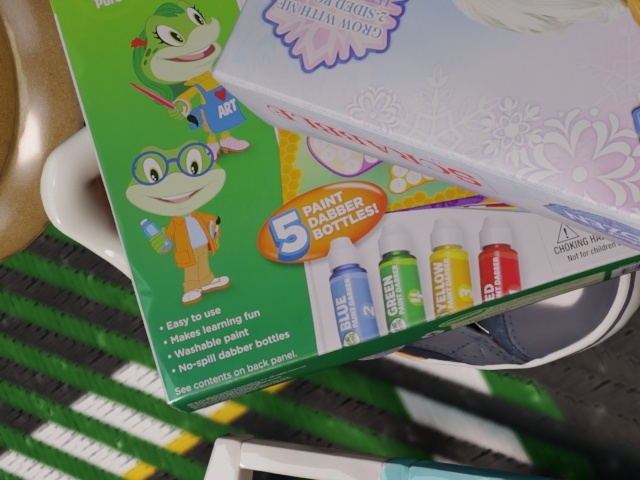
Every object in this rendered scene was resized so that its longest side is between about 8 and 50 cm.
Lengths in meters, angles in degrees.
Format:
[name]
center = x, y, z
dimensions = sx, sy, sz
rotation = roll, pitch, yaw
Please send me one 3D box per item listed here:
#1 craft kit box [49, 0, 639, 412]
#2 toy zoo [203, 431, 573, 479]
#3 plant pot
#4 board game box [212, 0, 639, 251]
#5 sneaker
[craft kit box]
center = 0.015, -0.073, 0.887
dimensions = 0.249, 0.061, 0.247
rotation = -18, 77, 3
[toy zoo]
center = 0.036, 0.206, 0.964
dimensions = 0.293, 0.030, 0.192
rotation = 6, 93, 15
[plant pot]
center = -0.244, -0.096, 1.170
dimensions = 0.236, 0.032, 0.236
rotation = 8, 105, 33
[board game box]
center = 0.156, -0.154, 0.775
dimensions = 0.318, 0.066, 0.318
rotation = 20, 83, 30
[sneaker]
center = 0.000, 0.000, 0.964
dimensions = 0.321, 0.127, 0.126
rotation = 11, 104, 31
